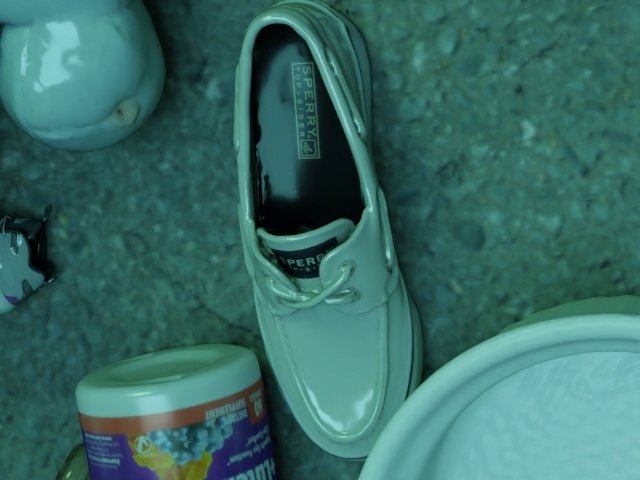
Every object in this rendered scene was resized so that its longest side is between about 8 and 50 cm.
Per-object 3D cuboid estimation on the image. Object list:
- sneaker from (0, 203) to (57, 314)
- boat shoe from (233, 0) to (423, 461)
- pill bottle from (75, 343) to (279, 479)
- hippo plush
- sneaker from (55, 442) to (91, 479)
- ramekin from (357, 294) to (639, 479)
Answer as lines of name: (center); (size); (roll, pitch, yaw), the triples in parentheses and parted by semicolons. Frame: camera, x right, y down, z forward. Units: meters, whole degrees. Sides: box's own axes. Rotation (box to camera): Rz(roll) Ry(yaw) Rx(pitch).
sneaker: (-0.195, -0.010, 0.904); (0.069, 0.038, 0.098); (-28, 101, 16)
boat shoe: (0.000, 0.000, 0.827); (0.096, 0.088, 0.267); (-1, 99, 14)
pill bottle: (-0.073, 0.165, 0.865); (0.108, 0.108, 0.193); (-8, 98, 16)
hippo plush: (-0.212, -0.146, 0.825); (0.236, 0.234, 0.294); (-16, 113, -14)
sneaker: (-0.151, 0.214, 0.926); (0.071, 0.066, 0.188); (18, 110, -7)
ramekin: (0.161, 0.161, 0.790); (0.277, 0.135, 0.277); (2, 100, 13)
